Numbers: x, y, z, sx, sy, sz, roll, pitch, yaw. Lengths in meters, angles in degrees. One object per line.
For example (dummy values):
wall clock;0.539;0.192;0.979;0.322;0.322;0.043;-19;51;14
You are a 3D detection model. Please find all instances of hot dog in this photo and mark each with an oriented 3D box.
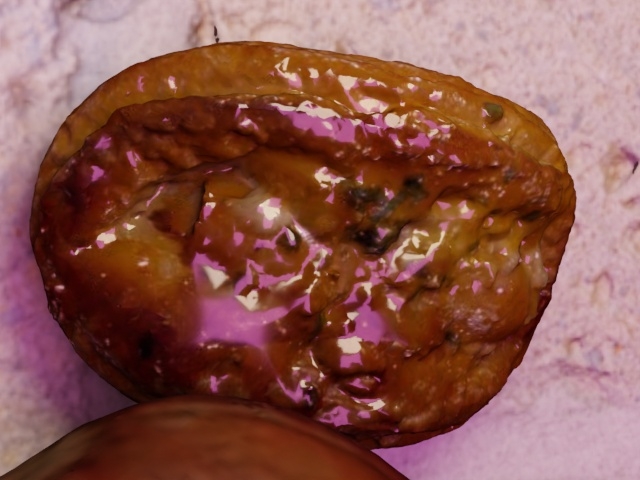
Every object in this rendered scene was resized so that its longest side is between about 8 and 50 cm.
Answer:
hot dog;0.000;0.000;1.183;0.388;0.174;0.267;9;101;-23

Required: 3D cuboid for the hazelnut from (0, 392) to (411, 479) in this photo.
hazelnut;-0.074;0.299;1.047;0.421;0.353;0.420;0;77;1
